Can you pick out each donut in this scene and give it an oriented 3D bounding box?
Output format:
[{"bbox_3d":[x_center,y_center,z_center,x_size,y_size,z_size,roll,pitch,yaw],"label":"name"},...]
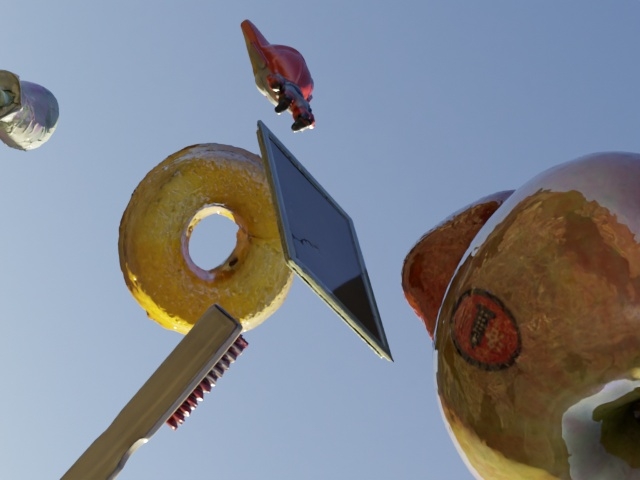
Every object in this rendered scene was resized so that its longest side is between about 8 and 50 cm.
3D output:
[{"bbox_3d":[-0.162,0.001,2.372,0.110,0.302,0.303,-179,-98,-83],"label":"donut"}]

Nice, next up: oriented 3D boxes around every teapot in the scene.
[{"bbox_3d":[-0.283,-0.123,1.420,0.083,0.064,0.064,26,-97,27],"label":"teapot"}]

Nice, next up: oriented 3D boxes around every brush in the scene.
[{"bbox_3d":[-0.196,0.207,1.685,0.060,0.321,0.050,37,-7,41],"label":"brush"}]

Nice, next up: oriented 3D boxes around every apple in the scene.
[{"bbox_3d":[0.294,0.103,1.512,0.346,0.391,0.392,-84,180,-60],"label":"apple"}]

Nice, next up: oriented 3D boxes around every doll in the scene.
[{"bbox_3d":[-0.037,-0.173,1.696,0.057,0.109,0.169,-44,-153,10],"label":"doll"}]

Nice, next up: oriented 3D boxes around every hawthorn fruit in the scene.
[{"bbox_3d":[0.274,0.063,2.347,0.311,0.295,0.295,139,-59,-64],"label":"hawthorn fruit"}]

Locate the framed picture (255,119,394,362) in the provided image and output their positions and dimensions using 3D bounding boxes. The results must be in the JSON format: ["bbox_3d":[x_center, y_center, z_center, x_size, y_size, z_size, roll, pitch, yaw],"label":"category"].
[{"bbox_3d":[0.000,0.000,2.028,0.231,0.018,0.293,47,18,-36],"label":"framed picture"}]
